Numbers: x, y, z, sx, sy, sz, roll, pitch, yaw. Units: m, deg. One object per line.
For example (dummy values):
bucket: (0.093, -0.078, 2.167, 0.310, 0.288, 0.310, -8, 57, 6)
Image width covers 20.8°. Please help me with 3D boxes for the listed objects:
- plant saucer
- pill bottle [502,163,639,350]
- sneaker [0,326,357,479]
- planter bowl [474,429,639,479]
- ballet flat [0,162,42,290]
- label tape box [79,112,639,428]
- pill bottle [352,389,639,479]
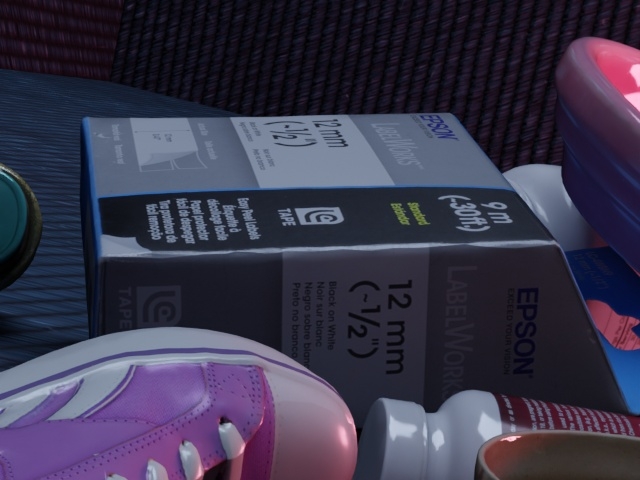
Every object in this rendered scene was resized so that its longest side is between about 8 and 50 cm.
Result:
plant saucer: (0.278, -0.006, 1.100, 0.332, 0.084, 0.332, 28, 19, -11)
pill bottle: (0.196, 0.030, 1.261, 0.283, 0.160, 0.160, 8, 8, -30)
sneaker: (-0.081, 0.106, 0.546, 0.282, 0.102, 0.161, -6, 20, -34)
planter bowl: (0.118, 0.135, 0.542, 0.162, 0.109, 0.162, 11, 8, -1)
ballet flat: (-0.347, -0.020, 1.058, 0.348, 0.123, 0.123, 9, 8, -15)
label tape box: (0.041, 0.008, 0.989, 0.348, 0.115, 0.249, -3, 20, -8)
pill bottle: (0.094, 0.112, 0.763, 0.152, 0.086, 0.086, 11, 7, -9)
